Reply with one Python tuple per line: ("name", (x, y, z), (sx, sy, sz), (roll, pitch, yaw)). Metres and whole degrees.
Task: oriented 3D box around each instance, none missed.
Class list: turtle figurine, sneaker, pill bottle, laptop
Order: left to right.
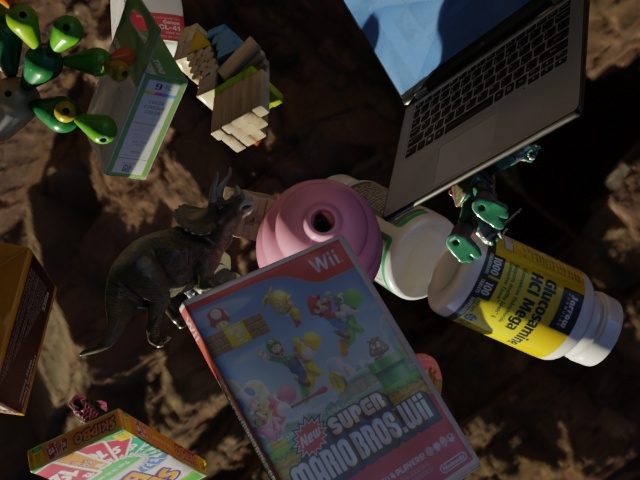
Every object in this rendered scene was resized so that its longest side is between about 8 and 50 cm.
("sneaker", (-0.322, 0.246, 1.141), (0.047, 0.057, 0.119), (-54, -151, -13))
("sneaker", (-0.265, 0.080, 1.752), (0.131, 0.148, 0.350), (-57, -159, 4))
("pill bottle", (0.132, -0.022, 1.899), (0.204, 0.361, 0.204), (-16, 120, -29))
("laptop", (0.174, -0.308, 1.225), (0.382, 0.236, 0.408), (-31, -145, 47))
("turtle figurine", (0.260, -0.070, 1.278), (0.234, 0.118, 0.175), (-56, 161, -54))
("pill bottle", (0.388, 0.110, 1.544), (0.188, 0.334, 0.188), (-157, -90, -81))

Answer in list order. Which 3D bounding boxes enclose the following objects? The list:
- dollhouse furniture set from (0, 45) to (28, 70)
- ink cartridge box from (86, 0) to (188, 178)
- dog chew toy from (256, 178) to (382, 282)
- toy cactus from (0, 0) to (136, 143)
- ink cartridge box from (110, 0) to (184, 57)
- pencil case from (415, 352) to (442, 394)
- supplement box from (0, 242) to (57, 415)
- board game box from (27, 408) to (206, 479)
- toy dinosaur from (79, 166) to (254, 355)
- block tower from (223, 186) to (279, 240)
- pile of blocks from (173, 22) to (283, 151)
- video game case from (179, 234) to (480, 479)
("dollhouse furniture set", (-0.448, -0.440, 1.314), (0.303, 0.286, 0.198), (-44, 127, -16))
("ink cartridge box", (-0.223, -0.190, 1.007), (0.062, 0.109, 0.209), (3, 130, -38))
("dog chew toy", (0.000, 0.000, 1.245), (0.206, 0.206, 0.332), (-36, 174, -6))
("toy cactus", (-0.292, -0.174, 0.841), (0.180, 0.219, 0.112), (-39, -173, 34))
("ink cartridge box", (-0.384, -0.496, 1.789), (0.131, 0.306, 0.226), (1, 157, -20))
("pencil case", (0.037, 0.273, 1.551), (0.386, 0.160, 0.167), (9, 120, -23))
("supplement box", (-0.449, 0.116, 1.075), (0.129, 0.191, 0.194), (10, 161, -4))
("board game box", (-0.246, 0.290, 1.050), (0.124, 0.039, 0.259), (-25, 149, 4))
("toy dinosaur", (-0.220, 0.047, 1.162), (0.313, 0.160, 0.121), (-34, -174, -13))
("block tower", (-0.053, -0.034, 1.681), (0.097, 0.335, 0.091), (29, -74, 65))
("pile of blocks", (-0.144, -0.279, 1.435), (0.149, 0.362, 0.112), (-42, 134, 10))
("video game case", (0.012, 0.149, 0.823), (0.204, 0.285, 0.025), (-23, 165, -31))
